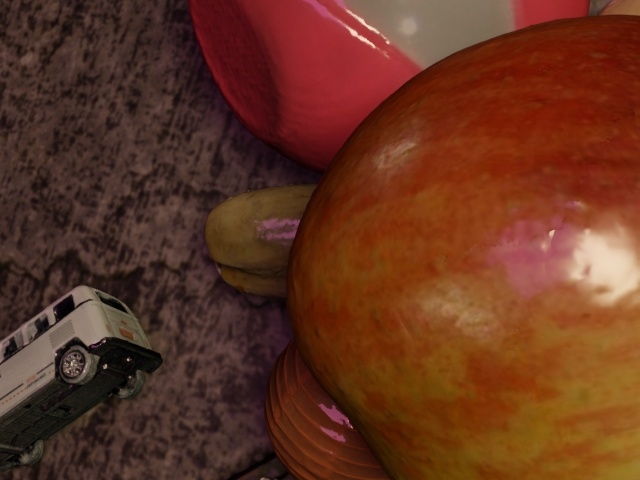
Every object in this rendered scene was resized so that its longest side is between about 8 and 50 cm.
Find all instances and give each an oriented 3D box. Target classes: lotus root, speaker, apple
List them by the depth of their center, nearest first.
[{"bbox_3d":[0.125,0.022,0.494,0.301,0.301,0.302,-5,75,19],"label":"apple"},{"bbox_3d":[0.055,-0.192,0.658,0.294,0.294,0.294,-5,75,19],"label":"speaker"},{"bbox_3d":[0.000,-0.001,0.678,0.183,0.090,0.077,-4,50,18],"label":"lotus root"}]

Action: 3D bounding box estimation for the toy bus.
[{"bbox_3d":[-0.235,0.118,0.742,0.194,0.087,0.089,-35,61,10],"label":"toy bus"}]

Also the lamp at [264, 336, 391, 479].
[{"bbox_3d":[0.028,0.114,0.614,0.136,0.136,0.136,-5,75,19],"label":"lamp"}]

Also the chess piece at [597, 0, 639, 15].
[{"bbox_3d":[0.275,-0.118,0.544,0.261,0.142,0.143,2,75,56],"label":"chess piece"}]

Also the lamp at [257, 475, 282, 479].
[{"bbox_3d":[0.052,0.272,0.526,0.182,0.182,0.314,-36,79,9],"label":"lamp"}]
